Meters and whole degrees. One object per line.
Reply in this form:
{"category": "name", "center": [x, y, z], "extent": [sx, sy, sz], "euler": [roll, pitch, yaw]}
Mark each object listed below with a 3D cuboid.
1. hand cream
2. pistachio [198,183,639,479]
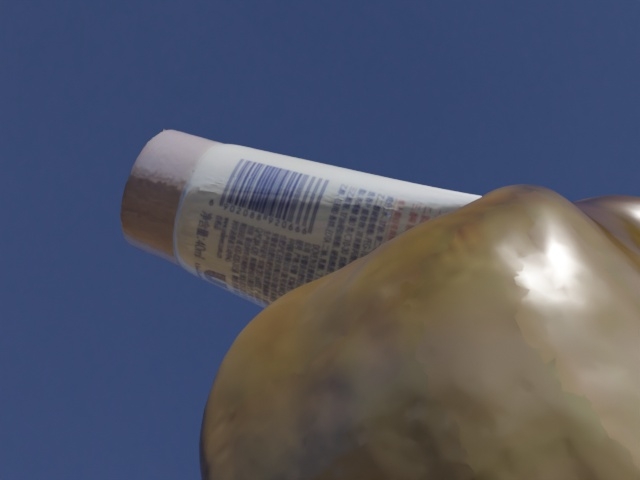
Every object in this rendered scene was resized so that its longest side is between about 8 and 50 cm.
{"category": "hand cream", "center": [0.000, 0.000, 1.190], "extent": [0.248, 0.083, 0.133], "euler": [21, -69, 20]}
{"category": "pistachio", "center": [0.085, 0.103, 0.610], "extent": [0.213, 0.260, 0.163], "euler": [-25, -30, -16]}
